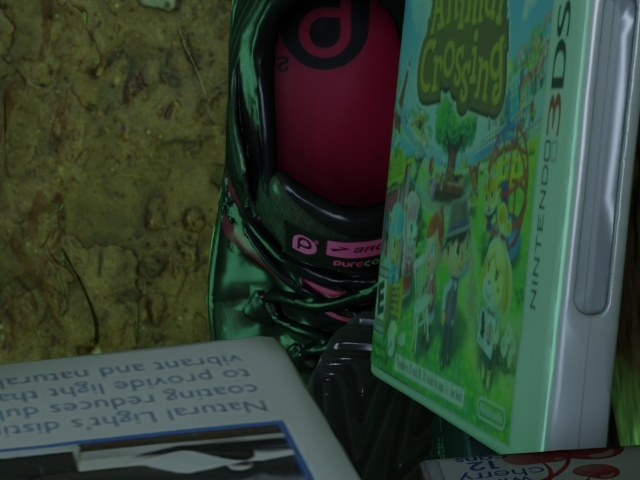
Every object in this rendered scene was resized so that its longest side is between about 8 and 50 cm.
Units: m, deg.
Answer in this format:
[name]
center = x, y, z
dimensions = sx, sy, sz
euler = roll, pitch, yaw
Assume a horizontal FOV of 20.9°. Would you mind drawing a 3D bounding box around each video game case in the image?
[video game case]
center = 0.059, -0.033, 0.595
dimensions = 0.212, 0.023, 0.193
euler = -160, 75, -78

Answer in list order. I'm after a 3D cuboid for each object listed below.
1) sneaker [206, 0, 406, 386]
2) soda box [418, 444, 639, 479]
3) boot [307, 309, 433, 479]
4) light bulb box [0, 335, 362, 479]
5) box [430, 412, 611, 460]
[sneaker]
center = 0.000, 0.000, 1.212
dimensions = 0.202, 0.185, 0.483
euler = -86, -9, -72
[soda box]
center = 0.077, 0.186, 0.426
dimensions = 0.083, 0.092, 0.263
euler = -111, 17, -77
[boot]
center = 0.010, 0.311, 1.076
dimensions = 0.445, 0.146, 0.367
euler = 93, -158, -51
[light bulb box]
center = -0.065, 0.264, 0.358
dimensions = 0.361, 0.225, 0.358
euler = -125, 33, -60
[box]
center = 0.083, 0.142, 0.700
dimensions = 0.183, 0.059, 0.233
euler = 87, 180, -52
